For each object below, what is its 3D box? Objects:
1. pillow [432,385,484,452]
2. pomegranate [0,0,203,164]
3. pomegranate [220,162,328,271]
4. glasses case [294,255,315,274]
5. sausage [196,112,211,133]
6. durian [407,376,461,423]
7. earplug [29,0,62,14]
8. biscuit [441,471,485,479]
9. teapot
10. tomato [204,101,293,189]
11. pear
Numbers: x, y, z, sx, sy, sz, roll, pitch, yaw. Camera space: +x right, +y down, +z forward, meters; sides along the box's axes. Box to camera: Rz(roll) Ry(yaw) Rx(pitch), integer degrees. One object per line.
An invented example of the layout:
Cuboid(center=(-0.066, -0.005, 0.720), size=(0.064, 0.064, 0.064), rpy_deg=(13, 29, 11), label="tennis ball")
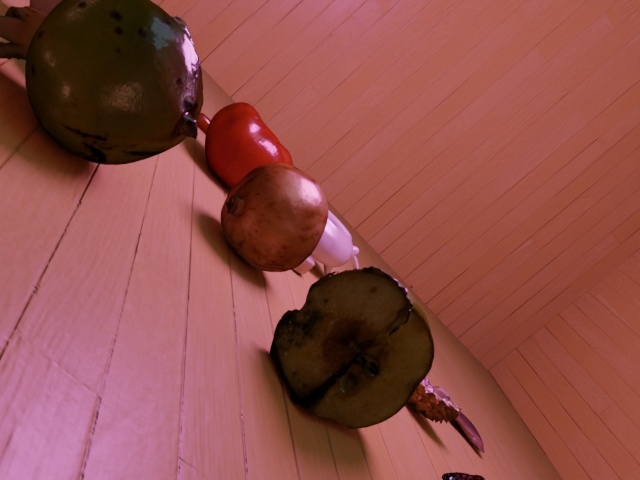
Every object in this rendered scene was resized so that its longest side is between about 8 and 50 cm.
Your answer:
Cuboid(center=(0.388, 0.500, 2.022), size=(0.211, 0.034, 0.135), rpy_deg=(49, 9, -3), label="pillow")
Cuboid(center=(-0.326, -0.244, 1.039), size=(0.341, 0.260, 0.260), rpy_deg=(18, 7, 4), label="pomegranate")
Cuboid(center=(-0.098, -0.048, 1.412), size=(0.215, 0.215, 0.215), rpy_deg=(48, 8, -9), label="pomegranate")
Cuboid(center=(-0.082, 0.002, 1.782), size=(0.083, 0.050, 0.196), rpy_deg=(36, 15, -50), label="glasses case")
Cuboid(center=(-0.314, -0.317, 2.079), size=(0.131, 0.039, 0.041), rpy_deg=(45, 16, -20), label="sausage")
Cuboid(center=(0.237, 0.366, 1.728), size=(0.140, 0.078, 0.224), rpy_deg=(29, 7, -33), label="durian")
Cuboid(center=(-0.423, -0.351, 1.269), size=(0.172, 0.172, 0.301), rpy_deg=(42, 16, -42), label="earplug")
Cuboid(center=(0.342, 0.556, 1.407), size=(0.235, 0.063, 0.151), rpy_deg=(52, 7, 38), label="biscuit")
Cuboid(center=(0.000, 0.000, 1.943), size=(0.298, 0.139, 0.204), rpy_deg=(45, 7, -12), label="teapot")
Cuboid(center=(-0.186, -0.219, 1.796), size=(0.260, 0.180, 0.260), rpy_deg=(49, 10, -11), label="tomato")
Cuboid(center=(0.078, 0.174, 1.166), size=(0.255, 0.238, 0.164), rpy_deg=(37, 8, -48), label="pear")
